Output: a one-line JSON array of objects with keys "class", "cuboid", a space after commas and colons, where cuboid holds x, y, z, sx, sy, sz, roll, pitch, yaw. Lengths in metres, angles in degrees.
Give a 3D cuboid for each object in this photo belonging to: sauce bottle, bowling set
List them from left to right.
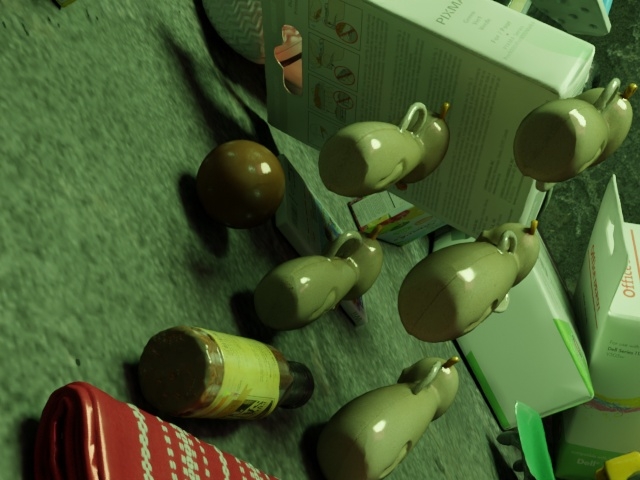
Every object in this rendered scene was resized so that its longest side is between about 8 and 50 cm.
[{"class": "sauce bottle", "cuboid": [-0.039, 0.068, 0.461, 0.128, 0.042, 0.042, 25, 42, -62]}, {"class": "bowling set", "cuboid": [0.042, -0.016, 0.575, 0.200, 0.287, 0.154, 40, 26, 16]}]

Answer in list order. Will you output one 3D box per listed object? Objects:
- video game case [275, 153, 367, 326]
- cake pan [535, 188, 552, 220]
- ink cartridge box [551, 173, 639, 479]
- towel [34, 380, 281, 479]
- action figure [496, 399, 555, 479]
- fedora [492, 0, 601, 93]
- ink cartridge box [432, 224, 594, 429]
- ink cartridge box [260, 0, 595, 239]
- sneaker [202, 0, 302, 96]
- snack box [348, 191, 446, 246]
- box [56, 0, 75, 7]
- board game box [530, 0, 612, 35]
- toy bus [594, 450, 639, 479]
[{"class": "video game case", "cuboid": [0.000, 0.000, 0.732, 0.122, 0.011, 0.087, 52, 20, -35]}, {"class": "cake pan", "cuboid": [0.232, -0.153, 1.357, 0.293, 0.054, 0.293, 164, -90, -73]}, {"class": "ink cartridge box", "cuboid": [0.387, 0.117, 1.188, 0.207, 0.119, 0.353, -73, 171, -54]}, {"class": "towel", "cuboid": [-0.015, 0.185, 0.383, 0.275, 0.031, 0.198, 46, 22, -51]}, {"class": "action figure", "cuboid": [0.223, 0.281, 0.899, 0.137, 0.063, 0.232, 57, 14, -29]}, {"class": "fedora", "cuboid": [0.226, -0.155, 1.087, 0.153, 0.334, 0.334, 25, 17, 6]}, {"class": "ink cartridge box", "cuboid": [0.227, 0.066, 1.136, 0.198, 0.115, 0.273, 61, 17, -13]}, {"class": "ink cartridge box", "cuboid": [0.063, -0.104, 0.668, 0.225, 0.056, 0.181, 32, -29, 18]}, {"class": "sneaker", "cuboid": [-0.025, -0.268, 0.853, 0.210, 0.137, 0.365, 42, 32, -55]}, {"class": "snack box", "cuboid": [0.098, -0.036, 0.925, 0.037, 0.100, 0.141, 68, 17, 13]}, {"class": "box", "cuboid": [-0.091, -0.208, 0.470, 0.105, 0.179, 0.043, 51, 21, -39]}, {"class": "board game box", "cuboid": [0.131, -0.379, 1.129, 0.390, 0.390, 0.050, 33, 75, -59]}, {"class": "toy bus", "cuboid": [0.383, 0.418, 1.062, 0.108, 0.130, 0.332, 40, 29, -52]}]
